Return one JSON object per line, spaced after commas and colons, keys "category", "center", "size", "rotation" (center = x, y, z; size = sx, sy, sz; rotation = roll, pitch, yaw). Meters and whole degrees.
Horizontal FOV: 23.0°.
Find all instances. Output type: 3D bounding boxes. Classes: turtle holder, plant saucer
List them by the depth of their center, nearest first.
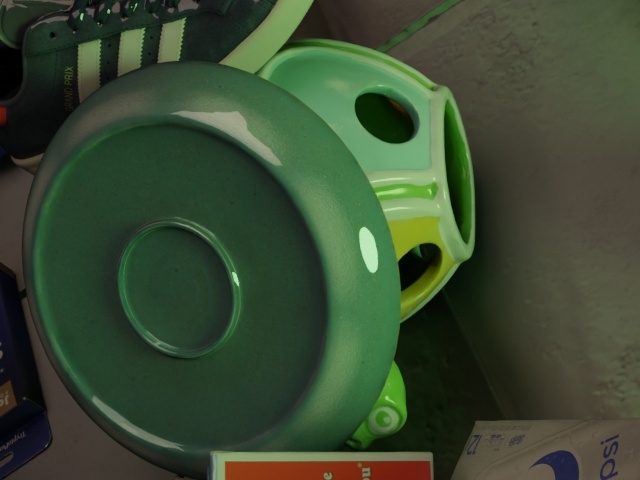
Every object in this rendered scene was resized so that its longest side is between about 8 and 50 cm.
{"category": "plant saucer", "center": [-0.095, 0.032, 1.132], "size": [0.317, 0.043, 0.318], "rotation": [7, 106, 27]}
{"category": "turtle holder", "center": [-0.004, -0.019, 1.227], "size": [0.227, 0.243, 0.320], "rotation": [-8, 30, 15]}

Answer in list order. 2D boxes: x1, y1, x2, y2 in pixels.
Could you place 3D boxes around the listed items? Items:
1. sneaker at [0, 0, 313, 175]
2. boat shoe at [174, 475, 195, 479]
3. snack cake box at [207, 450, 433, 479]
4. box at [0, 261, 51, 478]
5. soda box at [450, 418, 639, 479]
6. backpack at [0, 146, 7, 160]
{"category": "sneaker", "center": [-0.150, -0.171, 1.181], "size": [0.350, 0.148, 0.131], "rotation": [-30, 36, 29]}
{"category": "boat shoe", "center": [-0.048, 0.310, 1.122], "size": [0.158, 0.127, 0.341], "rotation": [-16, 53, 27]}
{"category": "snack cake box", "center": [0.000, 0.275, 1.044], "size": [0.152, 0.089, 0.264], "rotation": [1, 75, -6]}
{"category": "box", "center": [-0.337, 0.137, 1.508], "size": [0.136, 0.036, 0.225], "rotation": [-34, 48, 12]}
{"category": "soda box", "center": [0.180, 0.171, 0.984], "size": [0.091, 0.098, 0.286], "rotation": [-64, 17, -15]}
{"category": "backpack", "center": [-0.374, -0.123, 1.662], "size": [0.120, 0.101, 0.098], "rotation": [-18, 54, 20]}
